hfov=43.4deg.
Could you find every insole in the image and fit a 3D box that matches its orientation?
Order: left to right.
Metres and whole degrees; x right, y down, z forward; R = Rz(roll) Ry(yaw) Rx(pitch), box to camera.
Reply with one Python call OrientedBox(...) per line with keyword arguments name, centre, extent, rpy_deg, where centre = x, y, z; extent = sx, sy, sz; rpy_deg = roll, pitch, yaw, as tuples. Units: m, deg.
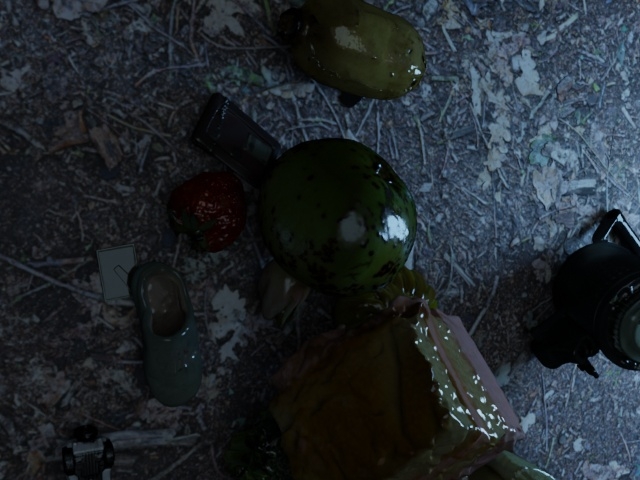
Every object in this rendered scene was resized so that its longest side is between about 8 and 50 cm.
OrientedBox(name="insole", centre=(0.078, -0.305, 1.499), extent=(0.045, 0.002, 0.135), rpy_deg=(34, 80, -22))

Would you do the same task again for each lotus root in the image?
OrientedBox(name="lotus root", centre=(0.055, -0.340, 1.412), extent=(0.284, 0.146, 0.160), rpy_deg=(12, 68, -28))

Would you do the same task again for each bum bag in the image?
OrientedBox(name="bum bag", centre=(-0.143, -0.169, 1.384), extent=(0.159, 0.026, 0.109), rpy_deg=(39, 58, -27))

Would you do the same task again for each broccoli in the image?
OrientedBox(name="broccoli", centre=(-0.078, 0.377, 1.387), extent=(0.176, 0.198, 0.227), rpy_deg=(-27, 74, 13))

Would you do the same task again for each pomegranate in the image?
OrientedBox(name="pomegranate", centre=(0.000, 0.000, 1.369), extent=(0.284, 0.285, 0.341), rpy_deg=(29, 115, -23))

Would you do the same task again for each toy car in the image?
OrientedBox(name="toy car", centre=(-0.376, 0.386, 1.304), extent=(0.080, 0.070, 0.171), rpy_deg=(-5, 97, -24))

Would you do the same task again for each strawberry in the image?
OrientedBox(name="strawberry", centre=(-0.177, -0.052, 1.337), extent=(0.148, 0.131, 0.131), rpy_deg=(-38, 107, -21))

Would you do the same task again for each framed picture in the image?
OrientedBox(name="framed picture", centre=(-0.334, 0.053, 1.336), extent=(0.066, 0.006, 0.089), rpy_deg=(-12, 99, -23))

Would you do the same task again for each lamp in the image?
OrientedBox(name="lamp", centre=(0.618, 0.124, 1.622), extent=(0.374, 0.272, 0.205), rpy_deg=(-47, 111, -15))

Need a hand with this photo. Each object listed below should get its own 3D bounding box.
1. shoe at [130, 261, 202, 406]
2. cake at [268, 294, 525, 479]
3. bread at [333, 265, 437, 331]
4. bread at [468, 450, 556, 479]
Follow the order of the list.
OrientedBox(name="shoe", centre=(-0.249, 0.159, 1.331), extent=(0.103, 0.100, 0.251), rpy_deg=(-15, 98, -24))
OrientedBox(name="cake", centre=(0.120, 0.269, 1.294), extent=(0.306, 0.314, 0.293), rpy_deg=(18, 42, -52))
OrientedBox(name="bread", centre=(0.130, 0.137, 1.499), extent=(0.213, 0.104, 0.214), rpy_deg=(0, 91, -23))
OrientedBox(name="bread", centre=(0.270, 0.441, 1.454), extent=(0.155, 0.338, 0.187), rpy_deg=(39, 80, -20))
